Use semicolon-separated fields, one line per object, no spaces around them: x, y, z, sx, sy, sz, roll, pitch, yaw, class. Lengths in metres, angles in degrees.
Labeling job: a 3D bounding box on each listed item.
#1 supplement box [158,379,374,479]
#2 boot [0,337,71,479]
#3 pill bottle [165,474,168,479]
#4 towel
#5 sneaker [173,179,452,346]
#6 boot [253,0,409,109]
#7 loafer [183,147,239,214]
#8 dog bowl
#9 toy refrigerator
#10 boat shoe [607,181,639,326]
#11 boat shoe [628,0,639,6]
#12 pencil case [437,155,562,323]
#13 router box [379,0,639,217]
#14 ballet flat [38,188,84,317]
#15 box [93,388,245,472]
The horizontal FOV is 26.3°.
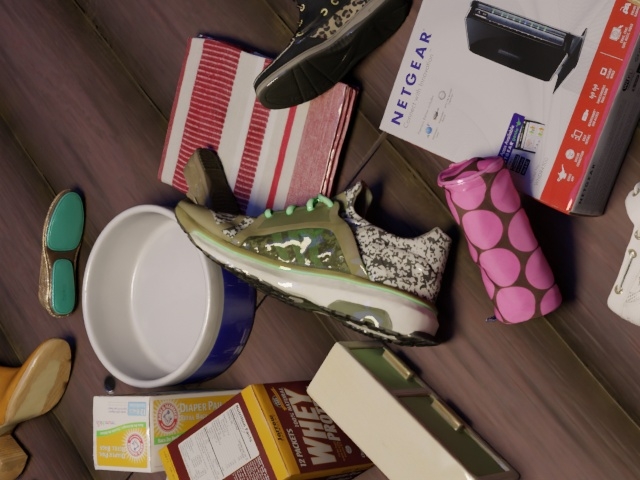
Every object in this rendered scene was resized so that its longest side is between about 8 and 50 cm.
-0.067;0.286;1.811;0.194;0.191;0.129;-38;66;32;supplement box
-0.530;0.230;2.240;0.211;0.104;0.295;41;116;32;boot
-0.190;0.452;1.935;0.136;0.136;0.245;17;98;38;pill bottle
-0.096;-0.147;1.958;0.329;0.037;0.237;24;105;39;towel
0.000;0.000;1.809;0.410;0.158;0.182;22;81;21;sneaker
-0.020;-0.298;1.838;0.236;0.085;0.178;-37;59;-1;boot
-0.158;-0.060;1.955;0.050;0.056;0.148;-36;59;38;loafer
-0.224;0.082;2.002;0.265;0.104;0.264;-2;86;38;dog bowl
0.116;0.239;1.725;0.269;0.102;0.094;43;114;32;toy refrigerator
0.383;-0.035;1.527;0.096;0.098;0.277;24;104;36;boat shoe
0.440;-0.211;1.453;0.285;0.104;0.089;30;119;15;boat shoe
0.208;-0.003;1.617;0.095;0.098;0.209;-23;111;2;pencil case
0.256;-0.235;1.649;0.301;0.082;0.335;27;105;36;router box
-0.423;0.020;2.191;0.067;0.073;0.206;4;86;53;ballet flat
-0.207;0.264;1.916;0.114;0.203;0.103;-5;85;38;box
